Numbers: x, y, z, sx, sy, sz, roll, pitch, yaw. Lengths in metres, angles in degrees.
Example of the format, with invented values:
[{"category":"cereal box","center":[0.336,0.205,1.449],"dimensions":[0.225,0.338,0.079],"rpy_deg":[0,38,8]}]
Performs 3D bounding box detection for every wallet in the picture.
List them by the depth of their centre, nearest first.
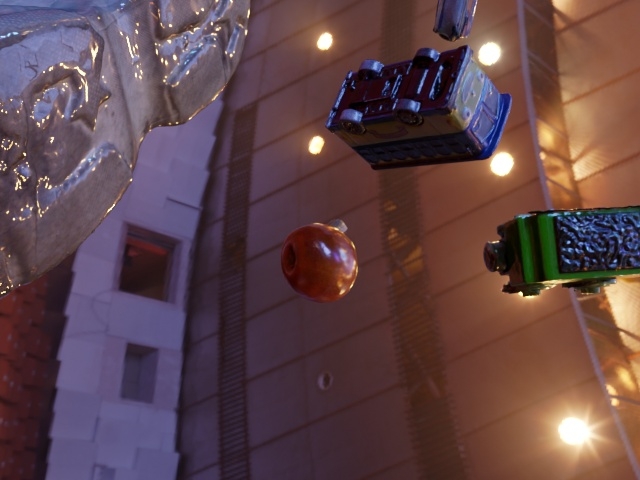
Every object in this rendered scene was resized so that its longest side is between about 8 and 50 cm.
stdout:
[{"category":"wallet","center":[0.263,-0.454,1.437],"dimensions":[0.059,0.202,0.141],"rpy_deg":[12,-72,12]}]

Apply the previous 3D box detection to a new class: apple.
[{"category":"apple","center":[-0.006,0.043,1.498],"dimensions":[0.163,0.139,0.163],"rpy_deg":[-34,-132,48]}]

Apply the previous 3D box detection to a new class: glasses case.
[{"category":"glasses case","center":[0.000,0.000,1.887],"dimensions":[0.064,0.041,0.170],"rpy_deg":[-24,-168,38]}]

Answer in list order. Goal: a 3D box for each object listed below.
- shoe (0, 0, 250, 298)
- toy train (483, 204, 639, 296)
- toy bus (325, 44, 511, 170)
[{"category":"shoe","center":[-0.198,-0.095,0.413],"dimensions":[0.210,0.132,0.342],"rpy_deg":[15,-137,19]},{"category":"toy train","center":[0.380,0.015,1.139],"dimensions":[0.188,0.243,0.132],"rpy_deg":[125,-39,-80]},{"category":"toy bus","center":[0.169,-0.228,1.325],"dimensions":[0.287,0.175,0.138],"rpy_deg":[0,-119,47]}]
